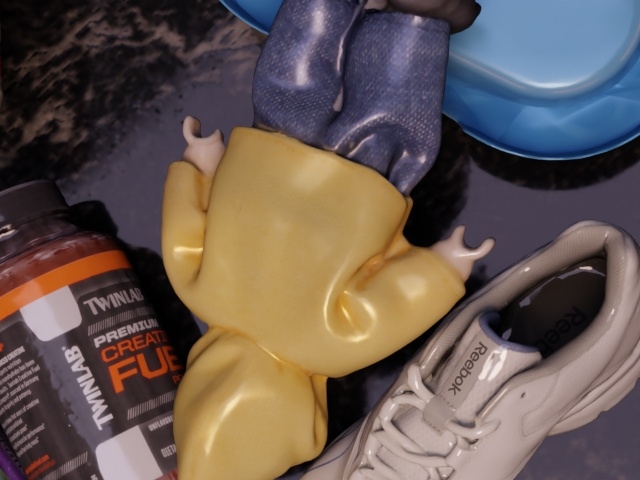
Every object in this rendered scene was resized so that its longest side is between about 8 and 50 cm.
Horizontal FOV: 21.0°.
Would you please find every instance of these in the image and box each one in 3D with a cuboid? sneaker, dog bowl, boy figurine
[{"bbox_3d":[0.061,0.097,0.886,0.111,0.129,0.297,36,79,21],"label":"sneaker"},{"bbox_3d":[0.071,-0.152,0.956,0.297,0.074,0.166,27,89,10],"label":"dog bowl"},{"bbox_3d":[0.000,0.000,0.873,0.177,0.092,0.285,16,93,20],"label":"boy figurine"}]

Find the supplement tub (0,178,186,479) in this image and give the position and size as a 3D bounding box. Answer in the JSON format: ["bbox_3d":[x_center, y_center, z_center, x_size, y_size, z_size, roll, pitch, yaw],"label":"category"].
[{"bbox_3d":[-0.134,0.068,0.949,0.106,0.106,0.198,-29,83,4],"label":"supplement tub"}]

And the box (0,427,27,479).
[{"bbox_3d":[-0.318,0.176,0.988,0.293,0.057,0.201,-41,82,3],"label":"box"}]

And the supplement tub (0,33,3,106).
[{"bbox_3d":[-0.273,-0.190,0.946,0.191,0.191,0.272,-3,85,7],"label":"supplement tub"}]
